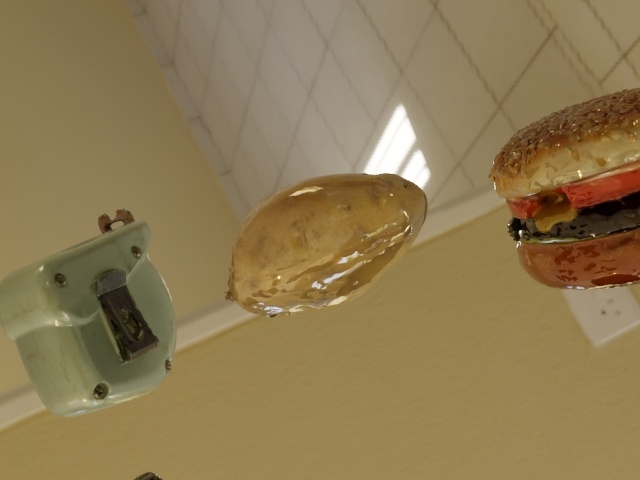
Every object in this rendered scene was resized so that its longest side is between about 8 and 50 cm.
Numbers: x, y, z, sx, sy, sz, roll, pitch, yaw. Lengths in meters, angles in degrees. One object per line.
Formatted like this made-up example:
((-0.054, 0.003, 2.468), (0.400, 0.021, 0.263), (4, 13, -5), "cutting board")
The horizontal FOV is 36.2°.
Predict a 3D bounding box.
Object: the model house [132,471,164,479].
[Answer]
((-0.245, 0.386, 1.329), (0.106, 0.165, 0.152), (59, 162, -2), "model house")

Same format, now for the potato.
((-0.003, -0.002, 1.051), (0.235, 0.161, 0.128), (-43, 45, 36), "potato")

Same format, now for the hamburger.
((0.419, -0.084, 1.434), (0.330, 0.330, 0.250), (12, 122, 66), "hamburger")

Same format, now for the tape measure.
((-0.291, 0.099, 1.305), (0.125, 0.243, 0.246), (-22, 96, 30), "tape measure")
